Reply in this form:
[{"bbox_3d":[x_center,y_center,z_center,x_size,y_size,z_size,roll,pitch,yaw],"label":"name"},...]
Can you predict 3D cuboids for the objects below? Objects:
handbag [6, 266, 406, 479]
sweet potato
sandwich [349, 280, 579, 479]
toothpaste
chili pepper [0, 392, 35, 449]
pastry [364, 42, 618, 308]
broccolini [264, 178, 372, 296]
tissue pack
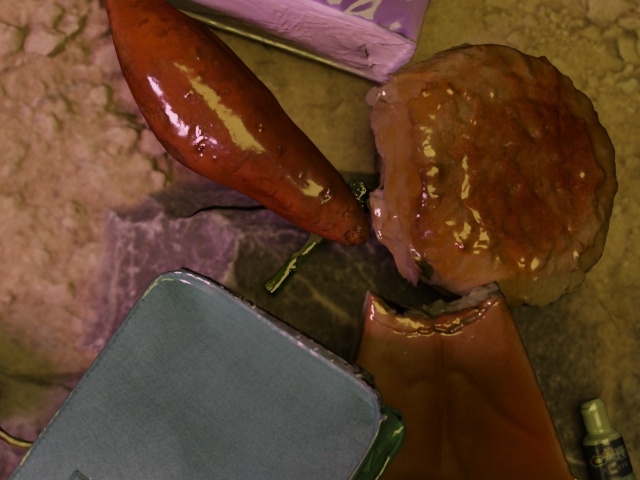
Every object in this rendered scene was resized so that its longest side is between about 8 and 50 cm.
[{"bbox_3d":[-0.095,0.190,1.053,0.268,0.100,0.274,27,80,26],"label":"handbag"},{"bbox_3d":[-0.099,-0.116,1.134,0.112,0.112,0.359,-40,86,-14],"label":"sweet potato"},{"bbox_3d":[0.140,0.138,1.114,0.244,0.063,0.212,9,115,-10],"label":"sandwich"},{"bbox_3d":[0.288,0.255,1.199,0.062,0.037,0.216,-15,90,-13],"label":"toothpaste"},{"bbox_3d":[-0.353,0.106,1.077,0.272,0.063,0.071,32,65,-3],"label":"chili pepper"},{"bbox_3d":[0.159,-0.060,1.166,0.235,0.121,0.257,-7,84,-27],"label":"pastry"},{"bbox_3d":[0.000,0.000,1.185,0.140,0.030,0.035,-50,130,-9],"label":"broccolini"},{"bbox_3d":[0.013,-0.351,1.165,0.242,0.160,0.338,17,79,-9],"label":"tissue pack"}]
